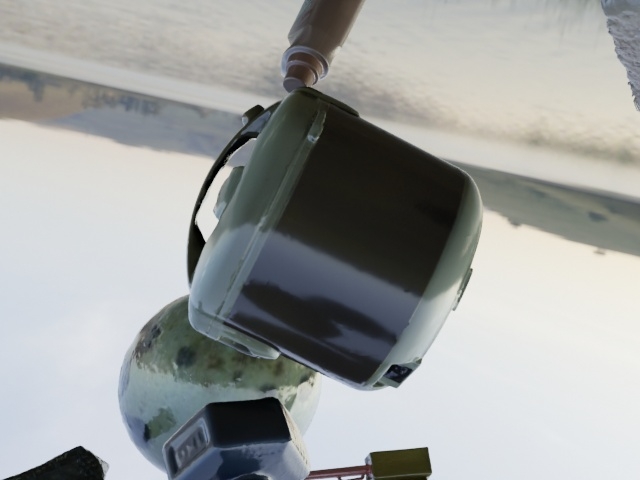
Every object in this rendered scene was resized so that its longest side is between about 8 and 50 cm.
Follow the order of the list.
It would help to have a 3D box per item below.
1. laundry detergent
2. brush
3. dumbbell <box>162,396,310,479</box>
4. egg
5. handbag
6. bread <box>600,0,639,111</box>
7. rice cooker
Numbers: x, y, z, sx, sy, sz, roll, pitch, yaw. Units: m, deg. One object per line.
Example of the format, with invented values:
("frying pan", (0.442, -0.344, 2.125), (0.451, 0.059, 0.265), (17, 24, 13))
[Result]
("laundry detergent", (-0.011, -0.292, 1.428), (0.076, 0.237, 0.171), (30, 151, -14))
("brush", (0.066, 0.389, 1.541), (0.233, 0.103, 0.047), (-1, 150, -13))
("dumbbell", (-0.058, 0.316, 0.970), (0.160, 0.144, 0.325), (-2, -139, -20))
("egg", (-0.172, 0.253, 1.704), (0.345, 0.345, 0.428), (9, 159, -28))
("handbag", (-0.460, 0.412, 1.560), (0.270, 0.088, 0.175), (-20, 170, -23))
("bread", (0.426, -0.191, 1.037), (0.183, 0.102, 0.337), (18, 167, 37))
("rice cooker", (0.000, 0.000, 1.217), (0.325, 0.335, 0.335), (25, -175, -6))
